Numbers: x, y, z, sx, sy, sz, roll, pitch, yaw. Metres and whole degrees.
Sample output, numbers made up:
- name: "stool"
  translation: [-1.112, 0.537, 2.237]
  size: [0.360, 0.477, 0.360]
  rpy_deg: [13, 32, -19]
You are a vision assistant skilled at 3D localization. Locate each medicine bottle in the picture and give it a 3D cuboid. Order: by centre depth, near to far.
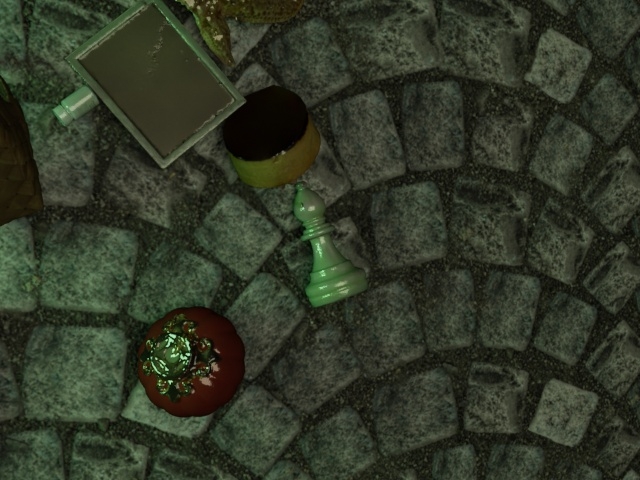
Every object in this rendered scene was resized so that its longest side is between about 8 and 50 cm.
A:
- name: "medicine bottle"
  translation: [-0.480, -0.265, 1.687]
  size: [0.083, 0.047, 0.047]
  rpy_deg: [-40, 108, -13]

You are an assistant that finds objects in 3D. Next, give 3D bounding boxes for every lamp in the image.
- name: "lamp"
  translation: [-0.260, 0.247, 1.749]
  size: [0.226, 0.227, 0.227]
  rpy_deg: [-2, 96, -22]

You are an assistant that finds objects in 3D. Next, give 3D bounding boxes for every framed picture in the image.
- name: "framed picture"
  translation: [-0.327, -0.321, 1.727]
  size: [0.231, 0.018, 0.293]
  rpy_deg: [-41, 95, -13]

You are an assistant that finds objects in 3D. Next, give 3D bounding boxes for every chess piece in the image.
- name: "chess piece"
  translation: [0.000, 0.000, 1.880]
  size: [0.139, 0.139, 0.272]
  rpy_deg: [-20, 90, -19]

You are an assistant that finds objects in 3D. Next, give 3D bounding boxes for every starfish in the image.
- name: "starfish"
  translation: [-0.230, -0.573, 1.728]
  size: [0.432, 0.082, 0.324]
  rpy_deg: [46, 73, -20]

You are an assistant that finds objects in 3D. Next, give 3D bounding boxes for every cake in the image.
- name: "cake"
  translation: [-0.088, -0.194, 1.795]
  size: [0.178, 0.185, 0.208]
  rpy_deg: [54, 48, -58]

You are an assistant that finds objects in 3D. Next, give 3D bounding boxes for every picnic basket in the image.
- name: "picnic basket"
  translation: [-0.676, -0.193, 1.524]
  size: [0.293, 0.337, 0.337]
  rpy_deg: [-23, 103, -12]
